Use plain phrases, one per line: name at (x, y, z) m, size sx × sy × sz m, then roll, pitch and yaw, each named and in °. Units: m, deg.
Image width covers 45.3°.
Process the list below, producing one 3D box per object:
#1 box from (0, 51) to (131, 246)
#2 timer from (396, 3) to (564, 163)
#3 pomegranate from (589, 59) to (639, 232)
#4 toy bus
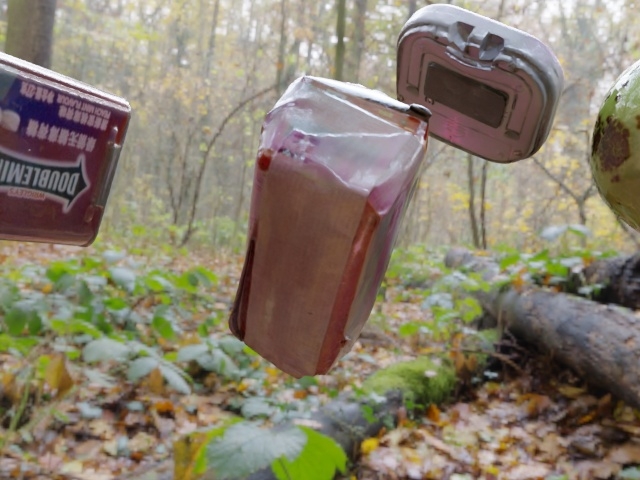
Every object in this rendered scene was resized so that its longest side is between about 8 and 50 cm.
box at (-0.215, -0.061, 0.465) m, size 0.069 × 0.120 × 0.224 m, roll 18°, pitch 5°, yaw 21°
timer at (0.187, -0.187, 0.948) m, size 0.209 × 0.069 × 0.190 m, roll 28°, pitch -27°, yaw 20°
pomegranate at (0.374, -0.075, 0.767) m, size 0.222 × 0.203 × 0.276 m, roll 28°, pitch 40°, yaw 17°
toy bus at (0.000, 0.000, 0.689) m, size 0.128 × 0.147 × 0.302 m, roll 22°, pitch -41°, yaw 8°
